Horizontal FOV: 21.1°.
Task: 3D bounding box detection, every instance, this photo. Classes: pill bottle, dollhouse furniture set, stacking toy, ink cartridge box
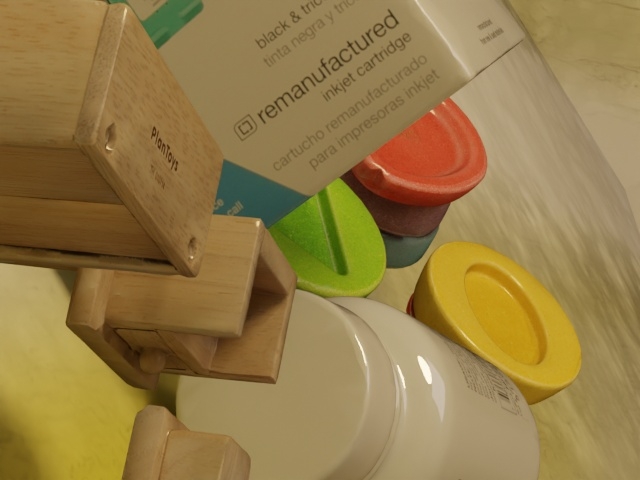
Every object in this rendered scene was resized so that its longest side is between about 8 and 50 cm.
[{"bbox_3d":[0.022,0.100,0.903,0.229,0.131,0.131,32,34,-61],"label":"pill bottle"},{"bbox_3d":[-0.152,0.114,0.507,0.303,0.174,0.355,58,40,-64],"label":"dollhouse furniture set"},{"bbox_3d":[0.000,0.000,1.145,0.279,0.130,0.309,17,38,-32],"label":"stacking toy"},{"bbox_3d":[-0.063,-0.145,0.865,0.270,0.198,0.197,54,18,-2],"label":"ink cartridge box"}]
